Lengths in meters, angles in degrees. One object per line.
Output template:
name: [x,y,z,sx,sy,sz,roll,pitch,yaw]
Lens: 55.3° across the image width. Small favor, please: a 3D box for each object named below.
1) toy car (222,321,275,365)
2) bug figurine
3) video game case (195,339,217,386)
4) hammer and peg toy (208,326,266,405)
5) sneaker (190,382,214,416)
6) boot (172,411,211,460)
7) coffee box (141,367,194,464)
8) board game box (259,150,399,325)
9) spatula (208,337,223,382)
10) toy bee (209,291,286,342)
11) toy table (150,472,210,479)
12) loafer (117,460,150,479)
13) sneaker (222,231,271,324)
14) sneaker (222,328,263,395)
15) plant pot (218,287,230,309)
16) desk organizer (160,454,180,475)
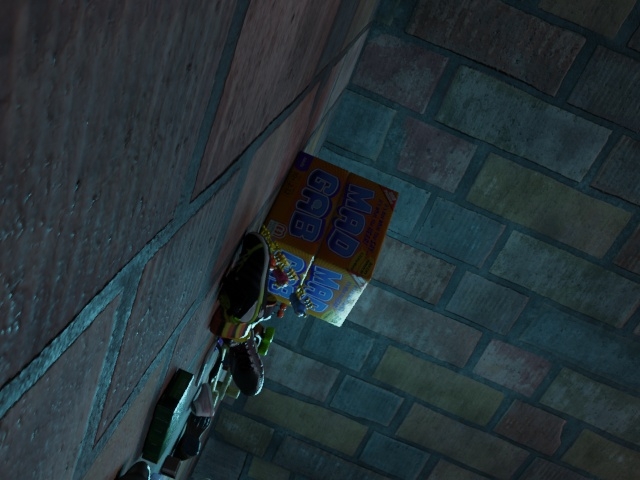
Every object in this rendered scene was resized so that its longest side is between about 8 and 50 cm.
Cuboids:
toy car: [-0.255,0.365,2.037,0.188,0.154,0.149,-75,-173,-51]
bug figurine: [-0.117,0.088,1.714,0.072,0.279,0.216,-31,-145,0]
video game case: [-0.339,0.364,1.817,0.087,0.011,0.122,-69,-178,-62]
hammer and peg toy: [-0.323,0.464,2.306,0.361,0.127,0.266,-68,-179,-65]
sneaker: [-0.391,0.518,1.993,0.134,0.070,0.051,-117,-146,-50]
boot: [-0.445,0.654,2.087,0.106,0.082,0.219,-41,-161,32]
coffee box: [-0.320,0.370,1.286,0.113,0.040,0.184,-68,-179,-58]
board game box: [0.000,0.000,2.022,0.357,0.356,0.357,114,-1,-56]
spatula: [-0.310,0.345,1.863,0.296,0.030,0.084,-96,-153,-69]
toy bee: [-0.176,0.171,1.651,0.195,0.162,0.298,111,1,-47]
toy table: [-0.422,0.748,1.668,0.274,0.160,0.252,108,5,-84]
loafer: [-0.366,0.538,1.130,0.084,0.096,0.268,-104,-146,-79]
sneaker: [-0.175,0.080,1.408,0.084,0.097,0.235,-30,-127,44]
sneaker: [-0.253,0.337,1.848,0.162,0.106,0.282,28,50,-79]
plant pot: [-0.205,0.128,1.481,0.079,0.083,0.083,-52,171,-39]
desk organizer: [-0.472,0.719,1.938,0.130,0.047,0.050,114,-4,-62]
